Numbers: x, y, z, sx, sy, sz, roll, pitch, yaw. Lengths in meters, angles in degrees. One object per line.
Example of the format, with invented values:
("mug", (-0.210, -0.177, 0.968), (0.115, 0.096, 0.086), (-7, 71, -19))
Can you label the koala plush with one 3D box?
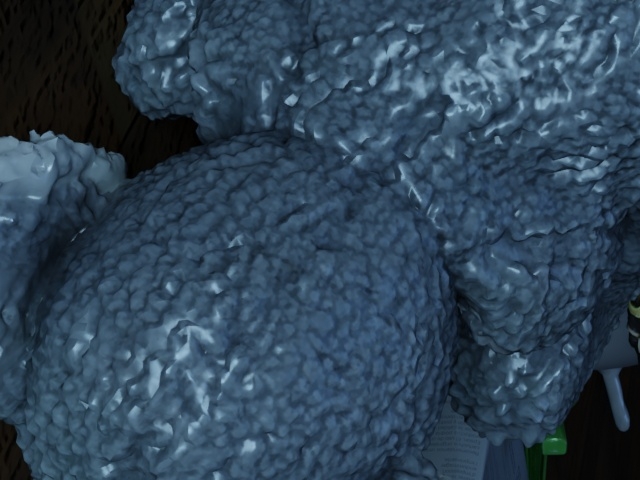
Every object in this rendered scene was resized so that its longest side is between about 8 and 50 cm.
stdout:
("koala plush", (0.000, 0.000, 0.442), (0.221, 0.196, 0.203), (-46, -179, -30))

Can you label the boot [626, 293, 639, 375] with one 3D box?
("boot", (0.105, -0.071, 0.608), (0.138, 0.284, 0.377), (-37, 146, -21))

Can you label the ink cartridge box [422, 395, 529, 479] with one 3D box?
("ink cartridge box", (0.082, 0.198, 0.913), (0.223, 0.045, 0.224), (75, 20, -47))

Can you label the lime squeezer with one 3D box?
("lime squeezer", (0.137, 0.113, 1.066), (0.310, 0.059, 0.110), (77, 30, -71))

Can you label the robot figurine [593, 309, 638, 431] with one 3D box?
("robot figurine", (0.131, -0.089, 0.819), (0.300, 0.200, 0.353), (15, 74, -38))
